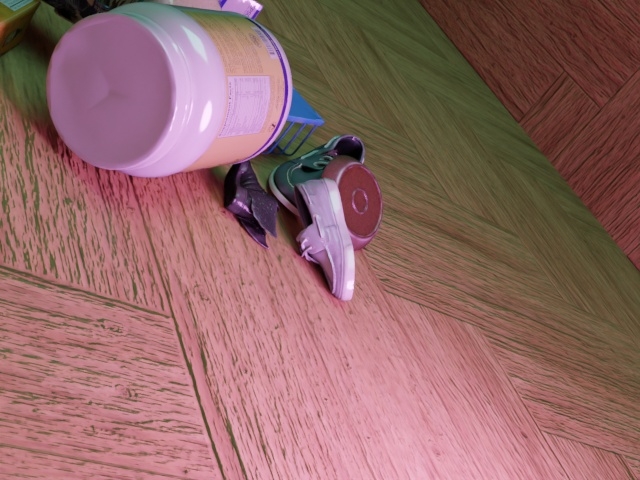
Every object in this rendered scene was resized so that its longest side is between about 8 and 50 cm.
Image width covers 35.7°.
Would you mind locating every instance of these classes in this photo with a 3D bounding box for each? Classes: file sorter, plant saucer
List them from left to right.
[{"bbox_3d":[-0.101,-0.223,1.791,0.118,0.104,0.170,49,23,21],"label":"file sorter"},{"bbox_3d":[0.060,-0.067,1.725,0.168,0.029,0.168,13,73,-50],"label":"plant saucer"}]

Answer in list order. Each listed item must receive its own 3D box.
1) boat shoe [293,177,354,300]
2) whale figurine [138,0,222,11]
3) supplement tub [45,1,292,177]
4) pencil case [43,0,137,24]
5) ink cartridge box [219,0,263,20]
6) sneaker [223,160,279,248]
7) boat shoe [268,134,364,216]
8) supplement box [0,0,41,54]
[{"bbox_3d":[0.000,-0.001,1.581,0.081,0.079,0.227,-4,55,-13],"label":"boat shoe"},{"bbox_3d":[-0.248,-0.380,1.836,0.272,0.141,0.216,43,53,-47],"label":"whale figurine"},{"bbox_3d":[-0.208,-0.216,1.427,0.241,0.241,0.331,45,23,11],"label":"supplement tub"},{"bbox_3d":[-0.463,-0.466,1.507,0.410,0.183,0.160,29,12,1],"label":"pencil case"},{"bbox_3d":[-0.290,-0.478,1.889,0.333,0.165,0.065,29,22,-28],"label":"ink cartridge box"},{"bbox_3d":[-0.105,-0.064,1.563,0.089,0.051,0.170,32,28,-20],"label":"sneaker"},{"bbox_3d":[0.002,-0.126,1.779,0.116,0.099,0.319,45,23,2],"label":"boat shoe"},{"bbox_3d":[-0.472,-0.300,1.380,0.080,0.078,0.233,33,22,-8],"label":"supplement box"}]
